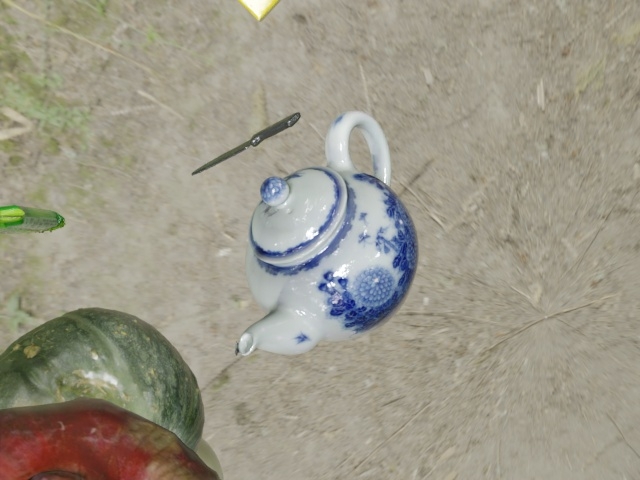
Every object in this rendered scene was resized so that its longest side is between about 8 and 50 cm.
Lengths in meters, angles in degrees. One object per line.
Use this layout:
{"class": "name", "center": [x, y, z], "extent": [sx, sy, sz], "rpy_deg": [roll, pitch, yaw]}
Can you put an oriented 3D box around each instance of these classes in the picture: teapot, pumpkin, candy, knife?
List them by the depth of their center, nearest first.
{"class": "knife", "center": [-0.084, -0.100, 1.203], "extent": [0.170, 0.023, 0.010], "rpy_deg": [-24, 113, 39]}
{"class": "candy", "center": [-0.397, -0.026, 1.415], "extent": [0.102, 0.178, 0.032], "rpy_deg": [-7, 88, 5]}
{"class": "pumpkin", "center": [-0.324, 0.252, 1.471], "extent": [0.257, 0.292, 0.327], "rpy_deg": [30, 50, 35]}
{"class": "teapot", "center": [0.000, 0.000, 1.566], "extent": [0.252, 0.280, 0.424], "rpy_deg": [2, 57, 39]}

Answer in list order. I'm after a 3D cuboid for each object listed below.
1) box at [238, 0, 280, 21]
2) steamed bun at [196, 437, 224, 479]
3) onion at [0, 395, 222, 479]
{"class": "box", "center": [-0.104, -0.359, 1.075], "extent": [0.152, 0.043, 0.269], "rpy_deg": [-45, 95, 5]}
{"class": "steamed bun", "center": [-0.292, 0.452, 1.831], "extent": [0.206, 0.324, 0.324], "rpy_deg": [39, 94, -3]}
{"class": "onion", "center": [-0.154, 0.197, 0.636], "extent": [0.246, 0.246, 0.190], "rpy_deg": [30, 131, 12]}
